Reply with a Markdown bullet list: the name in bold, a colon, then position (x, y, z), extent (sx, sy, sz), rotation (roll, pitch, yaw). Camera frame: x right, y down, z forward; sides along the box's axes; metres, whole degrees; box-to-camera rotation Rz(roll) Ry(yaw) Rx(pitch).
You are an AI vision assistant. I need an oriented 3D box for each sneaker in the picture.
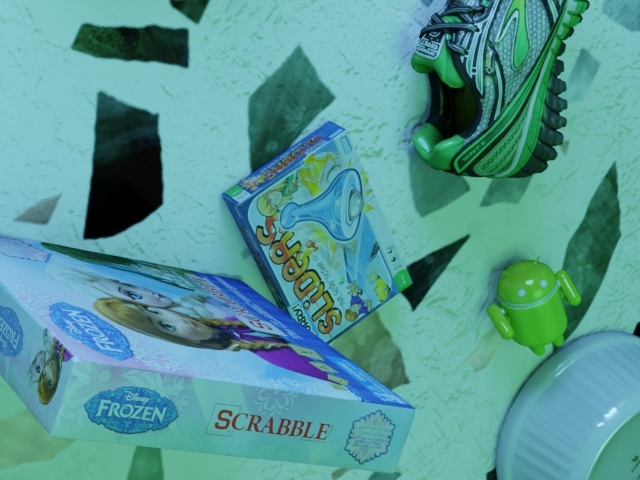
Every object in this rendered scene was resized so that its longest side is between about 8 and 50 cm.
- **sneaker**: position (0.171, -0.216, 1.420), extent (0.146, 0.134, 0.343), rotation (-8, 114, -28)

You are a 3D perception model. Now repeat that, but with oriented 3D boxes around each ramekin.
- **ramekin**: position (0.350, 0.253, 1.731), extent (0.273, 0.127, 0.273), rotation (-12, 115, -27)

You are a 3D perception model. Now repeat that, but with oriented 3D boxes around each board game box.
- **board game box**: position (0.000, 0.000, 1.464), extent (0.136, 0.035, 0.201), rotation (-36, 124, -15)
- **board game box**: position (-0.134, 0.089, 1.244), extent (0.318, 0.318, 0.066), rotation (12, 102, -36)

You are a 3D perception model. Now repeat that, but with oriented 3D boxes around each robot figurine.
- **robot figurine**: position (0.234, 0.071, 1.620), extent (0.101, 0.067, 0.115), rotation (-24, 121, -7)
